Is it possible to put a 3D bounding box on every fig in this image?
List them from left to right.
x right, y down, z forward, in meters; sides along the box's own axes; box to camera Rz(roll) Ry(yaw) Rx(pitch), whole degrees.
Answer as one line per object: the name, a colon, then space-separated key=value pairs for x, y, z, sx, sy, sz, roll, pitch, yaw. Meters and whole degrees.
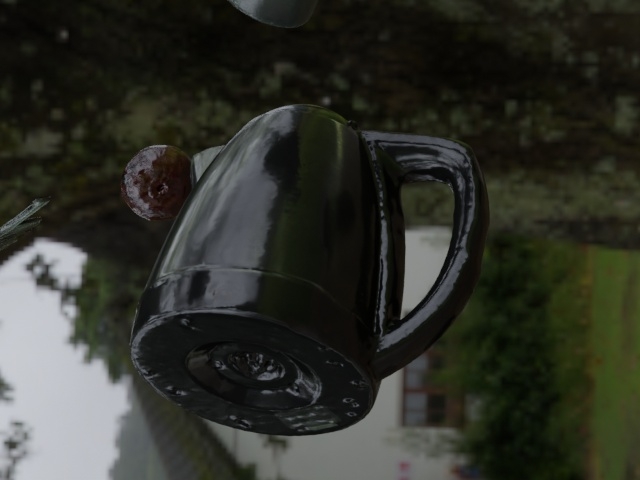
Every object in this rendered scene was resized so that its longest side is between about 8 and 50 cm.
fig: x=-0.185 y=-0.073 z=1.829 sx=0.125 sy=0.089 sz=0.088 roll=-109 pitch=18 yaw=-74

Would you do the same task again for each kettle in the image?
kettle: x=-0.016 y=-0.005 z=1.326 sx=0.207 sy=0.251 sz=0.271 roll=34 pitch=-129 yaw=-30

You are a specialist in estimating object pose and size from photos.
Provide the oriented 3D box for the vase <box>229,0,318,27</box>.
vase: x=-0.005 y=-0.280 z=1.273 sx=0.086 sy=0.086 sz=0.214 roll=-82 pitch=18 yaw=-57

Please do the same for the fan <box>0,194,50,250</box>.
fan: x=-0.351 y=-0.007 z=1.728 sx=0.152 sy=0.227 sz=0.008 roll=-22 pitch=-94 yaw=-45
